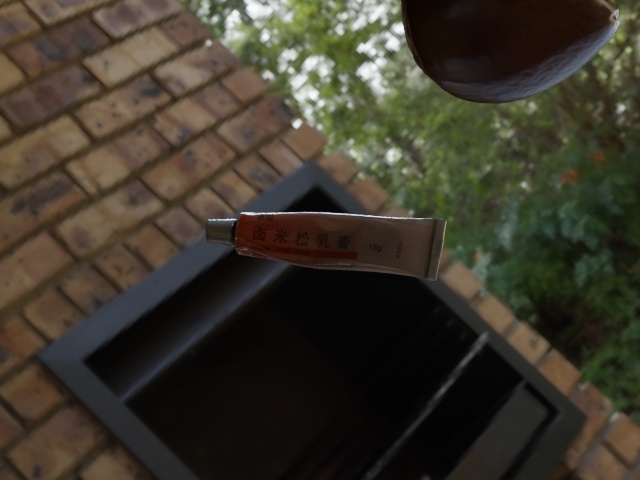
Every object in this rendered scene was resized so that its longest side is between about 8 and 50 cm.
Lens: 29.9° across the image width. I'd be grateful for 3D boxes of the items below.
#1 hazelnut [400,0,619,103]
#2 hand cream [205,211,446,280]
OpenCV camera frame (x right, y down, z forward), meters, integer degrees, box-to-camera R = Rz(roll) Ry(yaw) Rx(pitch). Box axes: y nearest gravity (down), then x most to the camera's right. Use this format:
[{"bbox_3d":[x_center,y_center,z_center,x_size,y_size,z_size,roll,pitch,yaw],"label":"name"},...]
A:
[{"bbox_3d":[0.184,-0.220,1.124,0.208,0.208,0.208,-45,-7,-8],"label":"hazelnut"},{"bbox_3d":[0.000,0.002,1.053,0.038,0.216,0.052,-2,-85,-73],"label":"hand cream"}]
